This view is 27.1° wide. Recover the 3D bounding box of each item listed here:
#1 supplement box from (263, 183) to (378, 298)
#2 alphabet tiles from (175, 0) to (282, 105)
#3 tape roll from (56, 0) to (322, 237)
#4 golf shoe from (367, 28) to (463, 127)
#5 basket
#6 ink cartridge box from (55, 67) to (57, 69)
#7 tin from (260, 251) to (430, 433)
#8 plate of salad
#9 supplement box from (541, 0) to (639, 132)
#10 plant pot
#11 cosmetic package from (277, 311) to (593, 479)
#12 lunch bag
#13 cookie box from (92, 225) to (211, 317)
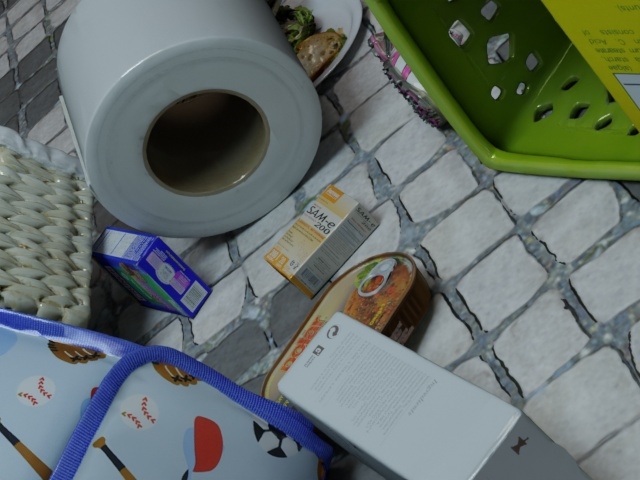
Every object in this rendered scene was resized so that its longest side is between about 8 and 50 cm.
[{"bbox_3d":[0.000,0.000,1.269,0.098,0.036,0.062,-48,33,-4],"label":"supplement box"},{"bbox_3d":[-0.128,-0.217,1.626,0.237,0.009,0.198,-27,35,49],"label":"alphabet tiles"},{"bbox_3d":[-0.137,-0.146,1.369,0.246,0.246,0.169,-39,43,11],"label":"tape roll"},{"bbox_3d":[0.105,-0.180,1.321,0.086,0.067,0.186,-36,34,11],"label":"golf shoe"},{"bbox_3d":[-0.431,0.057,1.358,0.331,0.328,0.266,-54,31,27],"label":"basket"},{"bbox_3d":[-0.175,-0.249,1.555,0.208,0.045,0.206,-17,14,46],"label":"ink cartridge box"},{"bbox_3d":[0.023,0.086,1.126,0.106,0.040,0.189,0,43,45],"label":"tin"},{"bbox_3d":[-0.038,-0.224,1.546,0.200,0.048,0.199,-29,36,25],"label":"plate of salad"},{"bbox_3d":[0.289,-0.176,0.844,0.194,0.356,0.195,9,61,51],"label":"supplement box"},{"bbox_3d":[0.211,-0.199,1.089,0.228,0.227,0.207,10,56,53],"label":"plant pot"},{"bbox_3d":[0.079,0.142,0.954,0.085,0.117,0.231,-51,32,-7],"label":"cosmetic package"},{"bbox_3d":[-0.216,0.240,1.027,0.386,0.239,0.327,16,60,14],"label":"lunch bag"},{"bbox_3d":[-0.179,0.033,1.382,0.107,0.092,0.040,9,57,53],"label":"cookie box"}]
